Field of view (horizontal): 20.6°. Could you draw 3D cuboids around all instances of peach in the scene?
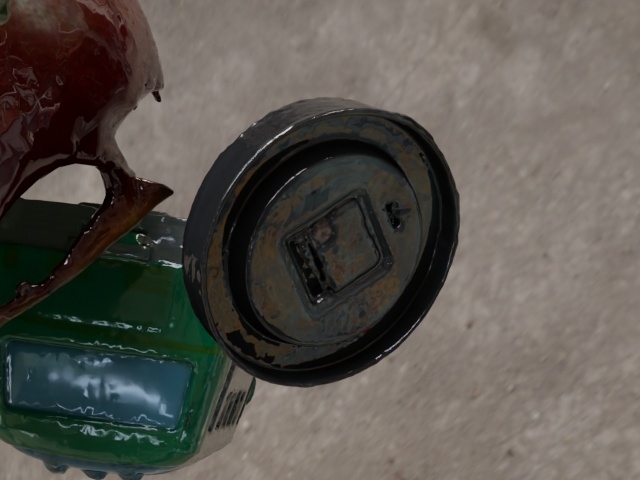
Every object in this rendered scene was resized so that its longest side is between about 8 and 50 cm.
[{"bbox_3d":[-0.311,-0.088,1.123,0.406,0.335,0.310,-35,110,-12],"label":"peach"}]

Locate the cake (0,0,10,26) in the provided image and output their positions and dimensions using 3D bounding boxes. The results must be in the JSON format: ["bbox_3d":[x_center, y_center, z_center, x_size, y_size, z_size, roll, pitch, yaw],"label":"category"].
[{"bbox_3d":[-0.114,-0.034,0.221,0.099,0.100,0.235,27,47,6],"label":"cake"}]

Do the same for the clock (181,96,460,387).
[{"bbox_3d":[0.000,0.000,1.084,0.184,0.184,0.040,-26,33,-21],"label":"clock"}]

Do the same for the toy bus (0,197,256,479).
[{"bbox_3d":[-0.139,0.077,1.345,0.183,0.343,0.199,7,86,4],"label":"toy bus"}]
